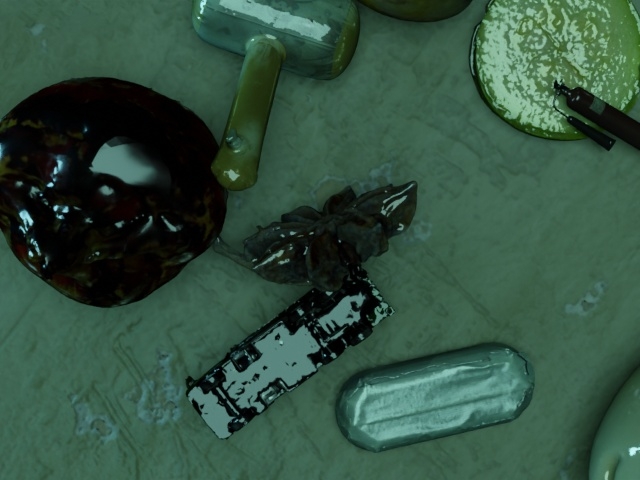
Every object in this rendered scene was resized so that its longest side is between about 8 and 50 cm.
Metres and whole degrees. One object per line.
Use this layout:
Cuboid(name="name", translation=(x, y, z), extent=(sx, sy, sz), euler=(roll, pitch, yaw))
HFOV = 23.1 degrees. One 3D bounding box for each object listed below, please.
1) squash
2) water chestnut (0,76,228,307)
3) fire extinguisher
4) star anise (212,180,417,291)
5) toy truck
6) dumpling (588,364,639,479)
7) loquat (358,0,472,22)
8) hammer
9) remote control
Cuboid(name="squash", translation=(0.294, -0.229, 1.912), extent=(0.219, 0.041, 0.219), euler=(0, 92, -3))
Cuboid(name="water chestnut", translation=(-0.250, -0.057, 1.794), extent=(0.289, 0.244, 0.289), euler=(0, 89, -4))
Cuboid(name="fire extinguisher", translation=(0.342, -0.141, 1.892), extent=(0.173, 0.035, 0.049), euler=(30, 127, -12))
Cuboid(name="star anise", translation=(0.000, -0.001, 1.834), extent=(0.262, 0.230, 0.081), euler=(-18, 117, 18))
Cuboid(name="toy truck", translation=(-0.038, 0.129, 1.865), extent=(0.259, 0.121, 0.088), euler=(-36, 93, -2))
Cuboid(name="dumpling", translation=(0.482, 0.258, 1.877), extent=(0.315, 0.233, 0.395), euler=(35, 74, -33))
Cuboid(name="loquat", translation=(0.093, -0.356, 1.838), extent=(0.179, 0.179, 0.227), euler=(-43, 82, -1))
Cuboid(name="hammer", translation=(-0.074, -0.184, 1.810), extent=(0.202, 0.113, 0.305), euler=(16, 57, -1))
Cuboid(name="remote control", translation=(0.140, 0.191, 1.909), extent=(0.247, 0.052, 0.104), euler=(-13, 93, -5))
